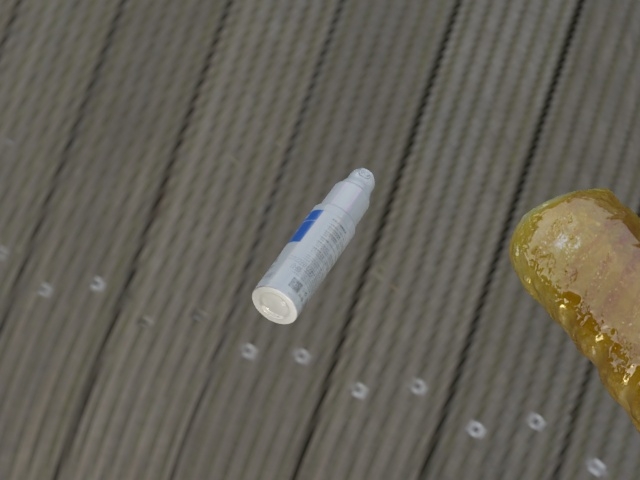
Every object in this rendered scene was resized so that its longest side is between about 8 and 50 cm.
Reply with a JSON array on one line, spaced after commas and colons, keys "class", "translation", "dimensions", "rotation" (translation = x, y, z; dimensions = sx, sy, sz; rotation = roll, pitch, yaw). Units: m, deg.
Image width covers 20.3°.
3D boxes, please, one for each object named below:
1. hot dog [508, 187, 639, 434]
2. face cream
[{"class": "hot dog", "translation": [0.198, 0.090, 0.896], "dimensions": [0.088, 0.061, 0.286], "rotation": [-39, 75, -11]}, {"class": "face cream", "translation": [0.000, 0.000, 1.177], "dimensions": [0.034, 0.034, 0.130], "rotation": [19, 50, 21]}]
